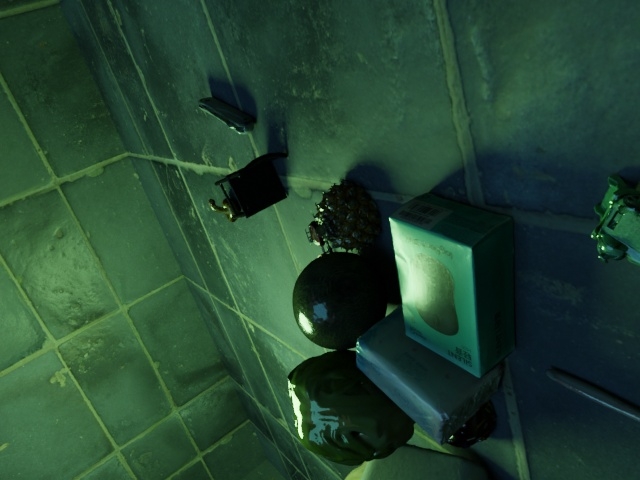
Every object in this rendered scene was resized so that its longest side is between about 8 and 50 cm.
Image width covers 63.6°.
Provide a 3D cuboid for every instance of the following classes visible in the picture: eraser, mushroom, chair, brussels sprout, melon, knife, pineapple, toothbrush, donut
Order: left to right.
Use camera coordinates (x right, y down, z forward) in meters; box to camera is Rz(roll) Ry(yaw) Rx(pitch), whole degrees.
[{"bbox_3d":[-0.284,-0.372,1.523,0.265,0.073,0.041,38,137,41],"label":"knife"},{"bbox_3d":[-0.342,-0.121,1.866,0.129,0.073,0.088,37,-172,-39],"label":"mushroom"},{"bbox_3d":[-0.186,-0.157,1.488,0.260,0.154,0.142,-2,116,64],"label":"chair"},{"bbox_3d":[0.041,-0.041,1.213,0.176,0.136,0.161,59,153,4],"label":"pineapple"},{"bbox_3d":[0.048,0.154,1.290,0.238,0.237,0.302,53,165,14],"label":"melon"},{"bbox_3d":[0.067,0.396,1.278,0.328,0.327,0.247,24,131,50],"label":"brussels sprout"},{"bbox_3d":[0.308,0.676,1.383,0.331,0.150,0.332,17,138,16],"label":"eraser"},{"bbox_3d":[0.308,0.403,1.255,0.235,0.089,0.235,39,145,34],"label":"donut"},{"bbox_3d":[0.513,0.285,0.846,0.307,0.025,0.030,23,144,50],"label":"toothbrush"}]

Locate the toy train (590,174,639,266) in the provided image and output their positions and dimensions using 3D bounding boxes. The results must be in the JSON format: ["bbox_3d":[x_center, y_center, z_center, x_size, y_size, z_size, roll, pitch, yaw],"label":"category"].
[{"bbox_3d":[0.418,-0.014,0.659,0.149,0.081,0.099,35,144,31],"label":"toy train"}]

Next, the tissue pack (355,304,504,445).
[{"bbox_3d":[0.230,0.275,1.135,0.271,0.201,0.124,37,150,38],"label":"tissue pack"}]

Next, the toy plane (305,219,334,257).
[{"bbox_3d":[0.000,0.000,1.443,0.060,0.037,0.145,-6,108,51],"label":"toy plane"}]

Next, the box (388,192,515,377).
[{"bbox_3d":[0.254,0.085,0.992,0.205,0.118,0.312,29,140,49],"label":"box"}]

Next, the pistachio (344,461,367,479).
[{"bbox_3d":[0.199,0.884,1.809,0.230,0.229,0.309,57,149,5],"label":"pistachio"}]
